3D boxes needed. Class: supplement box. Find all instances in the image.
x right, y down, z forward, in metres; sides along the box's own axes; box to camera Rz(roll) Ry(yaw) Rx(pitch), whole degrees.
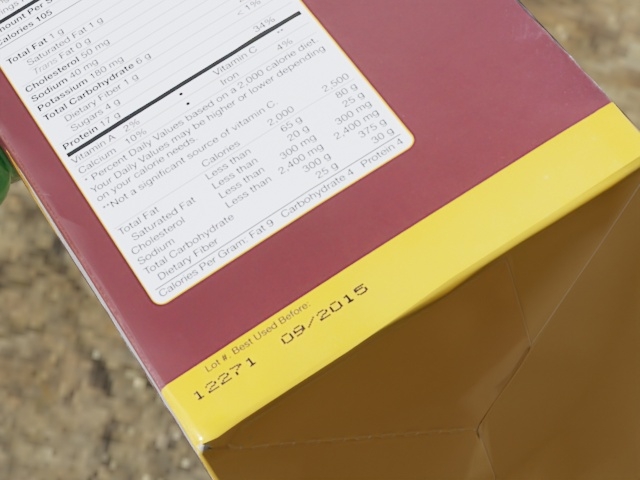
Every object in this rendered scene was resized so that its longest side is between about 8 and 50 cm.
[{"bbox_3d":[0.000,0.000,0.578,0.129,0.191,0.194,-32,55,-6],"label":"supplement box"}]

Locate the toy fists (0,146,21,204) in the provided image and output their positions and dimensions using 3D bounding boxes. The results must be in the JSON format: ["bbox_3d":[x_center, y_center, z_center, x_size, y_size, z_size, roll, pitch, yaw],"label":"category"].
[{"bbox_3d":[-0.132,-0.093,0.940,0.096,0.142,0.279,54,38,-12],"label":"toy fists"}]
